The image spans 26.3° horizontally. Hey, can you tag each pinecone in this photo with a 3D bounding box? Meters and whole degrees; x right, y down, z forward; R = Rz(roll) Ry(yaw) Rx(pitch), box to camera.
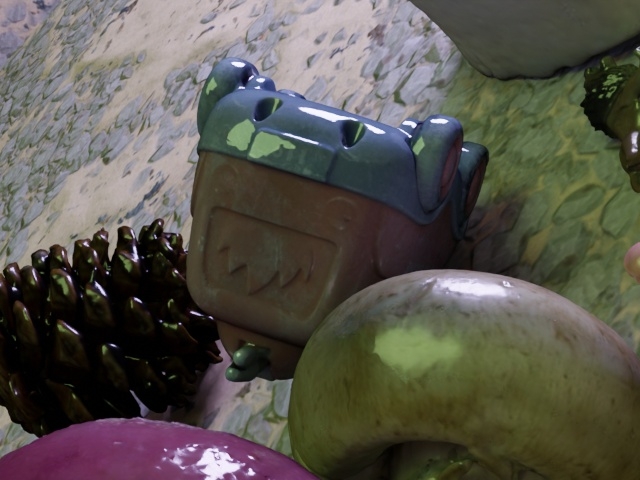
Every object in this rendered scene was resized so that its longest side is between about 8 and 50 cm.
[{"bbox_3d":[-0.208,0.096,1.324,0.273,0.224,0.224,-28,26,-10],"label":"pinecone"}]

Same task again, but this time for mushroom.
[{"bbox_3d":[0.076,0.119,0.903,0.254,0.189,0.195,-26,33,43],"label":"mushroom"}]

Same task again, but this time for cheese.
[{"bbox_3d":[0.216,-0.306,1.253,0.292,0.153,0.332,-55,29,-8],"label":"cheese"}]

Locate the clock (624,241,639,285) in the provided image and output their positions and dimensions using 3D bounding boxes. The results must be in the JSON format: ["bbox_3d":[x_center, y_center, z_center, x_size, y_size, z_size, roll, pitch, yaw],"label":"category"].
[{"bbox_3d":[0.281,0.043,0.813,0.162,0.093,0.166,-27,38,21],"label":"clock"}]

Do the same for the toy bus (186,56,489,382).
[{"bbox_3d":[0.000,0.000,1.091,0.294,0.197,0.231,18,-91,-76],"label":"toy bus"}]

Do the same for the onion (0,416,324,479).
[{"bbox_3d":[-0.122,0.281,0.794,0.358,0.345,0.358,-9,74,34],"label":"onion"}]

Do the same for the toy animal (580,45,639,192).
[{"bbox_3d":[0.251,-0.087,1.029,0.086,0.069,0.219,-60,14,25],"label":"toy animal"}]
